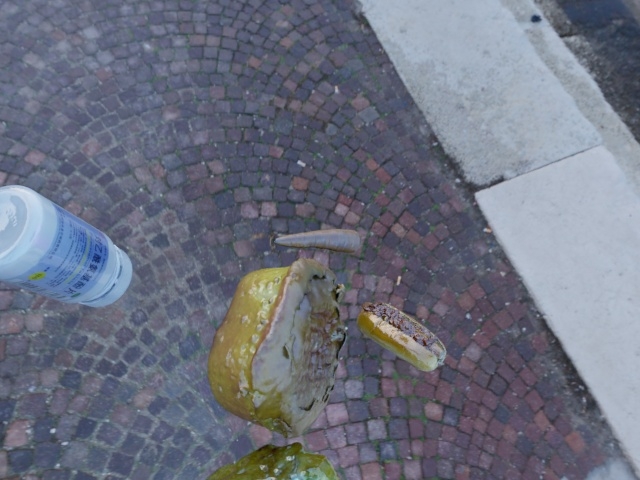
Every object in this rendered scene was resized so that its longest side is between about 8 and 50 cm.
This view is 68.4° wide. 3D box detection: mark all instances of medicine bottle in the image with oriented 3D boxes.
[{"bbox_3d":[-0.321,0.018,0.576,0.102,0.187,0.103,-4,67,11],"label":"medicine bottle"}]

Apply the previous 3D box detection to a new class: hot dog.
[{"bbox_3d":[0.168,0.199,1.046,0.102,0.076,0.249,-28,34,-27],"label":"hot dog"}]

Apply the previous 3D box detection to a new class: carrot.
[{"bbox_3d":[0.000,0.000,0.898,0.216,0.048,0.048,1,64,-41],"label":"carrot"}]

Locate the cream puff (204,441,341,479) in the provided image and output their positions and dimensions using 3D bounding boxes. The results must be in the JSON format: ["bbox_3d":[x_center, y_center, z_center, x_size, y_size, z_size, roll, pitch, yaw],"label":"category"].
[{"bbox_3d":[-0.080,0.481,0.801,0.281,0.282,0.185,-10,93,-14],"label":"cream puff"}]

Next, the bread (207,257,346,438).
[{"bbox_3d":[-0.081,0.215,1.009,0.204,0.337,0.359,6,54,23],"label":"bread"}]
